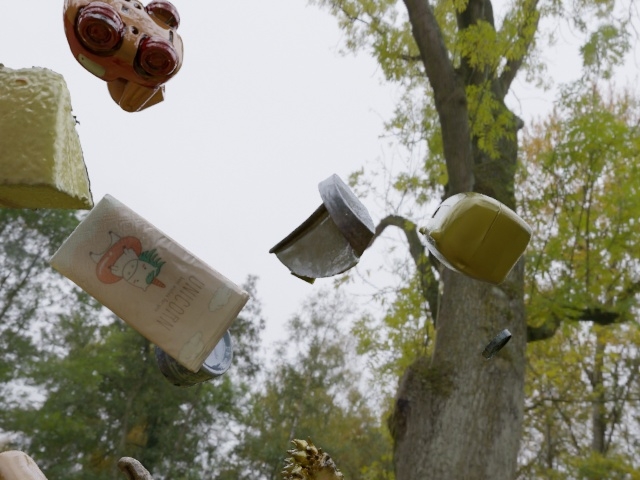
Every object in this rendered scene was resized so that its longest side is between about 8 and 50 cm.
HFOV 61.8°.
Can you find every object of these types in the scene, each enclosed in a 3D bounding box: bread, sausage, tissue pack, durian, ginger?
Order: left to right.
[{"bbox_3d":[-0.447,-0.143,0.753,0.239,0.178,0.135,1,-10,0],"label":"bread"},{"bbox_3d":[-0.618,0.549,1.127,0.328,0.112,0.112,11,-31,42],"label":"sausage"},{"bbox_3d":[-0.444,0.728,1.361,0.166,0.333,0.080,-9,-20,17],"label":"ginger"},{"bbox_3d":[-0.306,0.074,0.968,0.325,0.170,0.071,35,-14,7],"label":"tissue pack"},{"bbox_3d":[0.005,0.356,0.672,0.132,0.165,0.182,-26,-52,23],"label":"durian"},{"bbox_3d":[0.230,-0.010,0.821,0.127,0.123,0.178,31,5,-1],"label":"tissue pack"}]

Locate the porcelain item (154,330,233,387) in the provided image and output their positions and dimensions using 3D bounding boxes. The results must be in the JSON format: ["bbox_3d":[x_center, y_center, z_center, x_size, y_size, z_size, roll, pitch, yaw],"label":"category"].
[{"bbox_3d":[-0.273,0.233,1.146,0.114,0.147,0.147,-23,-50,23],"label":"porcelain item"}]

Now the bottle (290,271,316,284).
[{"bbox_3d":[0.003,-0.009,1.637,0.082,0.286,0.082,25,-5,2],"label":"bottle"}]

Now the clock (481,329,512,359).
[{"bbox_3d":[0.406,0.239,1.229,0.017,0.085,0.085,46,-24,29],"label":"clock"}]

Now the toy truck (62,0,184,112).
[{"bbox_3d":[-0.419,-0.393,1.116,0.264,0.189,0.239,23,-44,-37],"label":"toy truck"}]

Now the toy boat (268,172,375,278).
[{"bbox_3d":[0.025,-0.011,1.444,0.111,0.294,0.276,19,17,-47],"label":"toy boat"}]
